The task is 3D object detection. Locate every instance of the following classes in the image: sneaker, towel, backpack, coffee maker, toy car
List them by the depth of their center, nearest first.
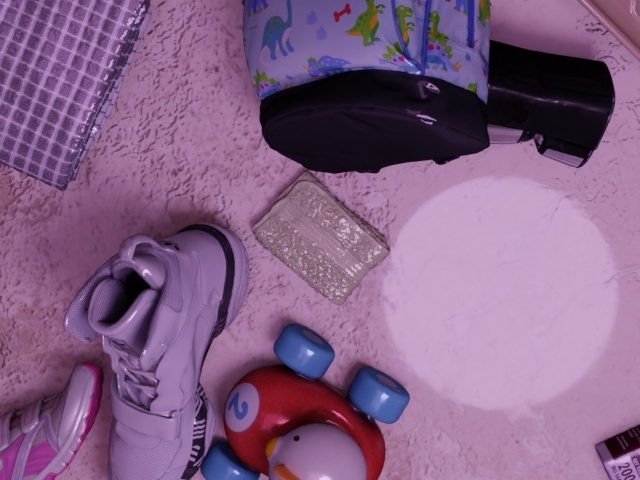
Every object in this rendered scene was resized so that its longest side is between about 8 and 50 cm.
[{"bbox_3d":[0.052,-0.280,1.429,0.273,0.290,0.355,30,70,-39],"label":"backpack"},{"bbox_3d":[0.239,-0.168,1.499,0.178,0.171,0.120,9,63,-8],"label":"coffee maker"},{"bbox_3d":[-0.341,-0.230,1.531,0.235,0.121,0.283,24,102,-2],"label":"towel"},{"bbox_3d":[-0.211,0.152,1.534,0.137,0.210,0.365,20,98,25],"label":"sneaker"},{"bbox_3d":[-0.022,0.249,1.541,0.210,0.238,0.219,31,99,-3],"label":"toy car"},{"bbox_3d":[0.000,0.000,1.607,0.148,0.027,0.110,41,99,-4],"label":"towel"},{"bbox_3d":[-0.357,0.248,1.623,0.111,0.103,0.252,32,98,-5],"label":"sneaker"}]

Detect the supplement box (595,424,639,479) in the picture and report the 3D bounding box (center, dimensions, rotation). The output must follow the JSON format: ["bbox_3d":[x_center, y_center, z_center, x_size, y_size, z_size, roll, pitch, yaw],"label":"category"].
[{"bbox_3d":[0.474,0.266,1.609,0.239,0.073,0.130,-26,97,5],"label":"supplement box"}]

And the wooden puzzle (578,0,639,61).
[{"bbox_3d":[0.426,-0.312,1.517,0.221,0.044,0.238,40,94,-18],"label":"wooden puzzle"}]
